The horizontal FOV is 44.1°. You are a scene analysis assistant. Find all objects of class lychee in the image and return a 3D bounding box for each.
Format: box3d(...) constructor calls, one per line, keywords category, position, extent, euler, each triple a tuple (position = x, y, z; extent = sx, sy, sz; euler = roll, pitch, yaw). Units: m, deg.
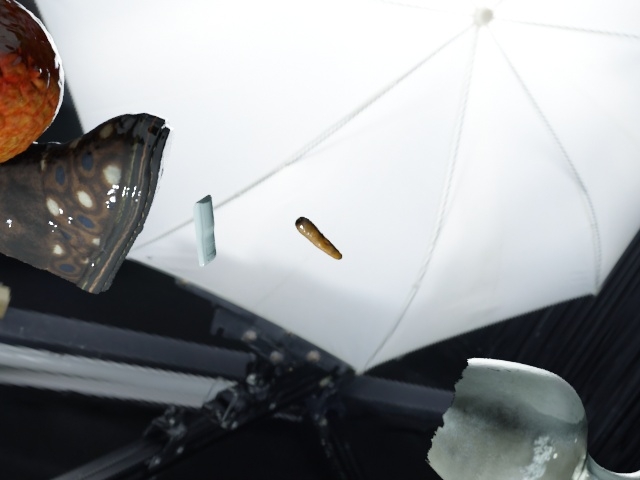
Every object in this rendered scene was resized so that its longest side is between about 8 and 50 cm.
box3d(category="lychee", position=(-0.458, -0.210, 1.023), extent=(0.255, 0.255, 0.300), euler=(33, -159, 15))

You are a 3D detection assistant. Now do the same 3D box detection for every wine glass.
box3d(category="wine glass", position=(0.328, 0.310, 1.141), extent=(0.322, 0.238, 0.238), euler=(26, -159, 16))

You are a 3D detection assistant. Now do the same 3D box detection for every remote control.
box3d(category="remote control", position=(-0.263, -0.023, 1.826), extent=(0.029, 0.162, 0.061), euler=(9, -153, 25))

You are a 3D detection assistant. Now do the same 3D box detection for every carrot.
box3d(category="carrot", position=(-0.001, 0.000, 1.621), extent=(0.165, 0.035, 0.036), euler=(44, -174, -44))

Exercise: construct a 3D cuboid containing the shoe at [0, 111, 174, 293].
box3d(category="shoe", position=(-0.381, -0.082, 1.225), extent=(0.237, 0.384, 0.171), euler=(24, -132, -14))
